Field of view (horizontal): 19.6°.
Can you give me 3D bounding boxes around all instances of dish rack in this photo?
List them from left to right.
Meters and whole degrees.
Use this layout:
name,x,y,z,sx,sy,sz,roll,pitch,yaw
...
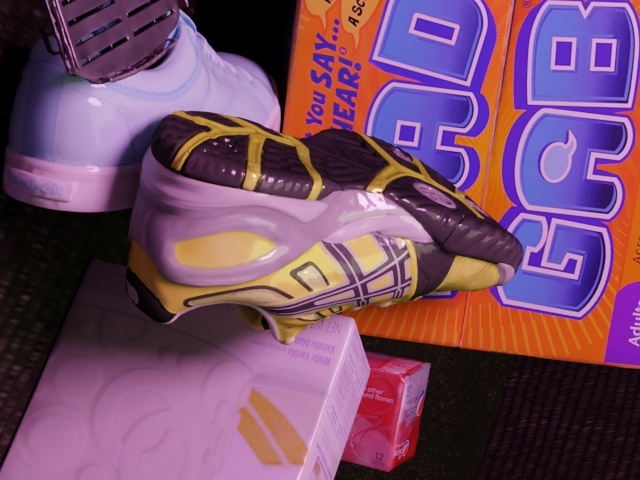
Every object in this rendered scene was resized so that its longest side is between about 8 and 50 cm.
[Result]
name,x,y,z,sx,sy,sz,roll,pitch,yaw
dish rack,-0.148,-0.250,1.273,0.208,0.074,0.271,-44,123,-60

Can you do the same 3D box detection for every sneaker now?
name,x,y,z,sx,sy,sz,roll,pitch,yaw
sneaker,-0.117,-0.129,1.458,0.366,0.135,0.150,-38,142,-66
sneaker,0.000,0.000,1.453,0.385,0.145,0.147,10,113,-41

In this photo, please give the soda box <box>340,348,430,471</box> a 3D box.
name,x,y,z,sx,sy,sz,roll,pitch,yaw
soda box,-0.042,0.130,1.657,0.083,0.263,0.092,-9,109,-71

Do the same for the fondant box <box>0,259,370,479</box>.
name,x,y,z,sx,sy,sz,roll,pitch,yaw
fondant box,-0.124,0.197,1.478,0.096,0.238,0.330,73,33,-59

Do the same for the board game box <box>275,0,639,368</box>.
name,x,y,z,sx,sy,sz,roll,pitch,yaw
board game box,0.138,-0.120,1.741,0.356,0.356,0.356,-98,-165,-75
